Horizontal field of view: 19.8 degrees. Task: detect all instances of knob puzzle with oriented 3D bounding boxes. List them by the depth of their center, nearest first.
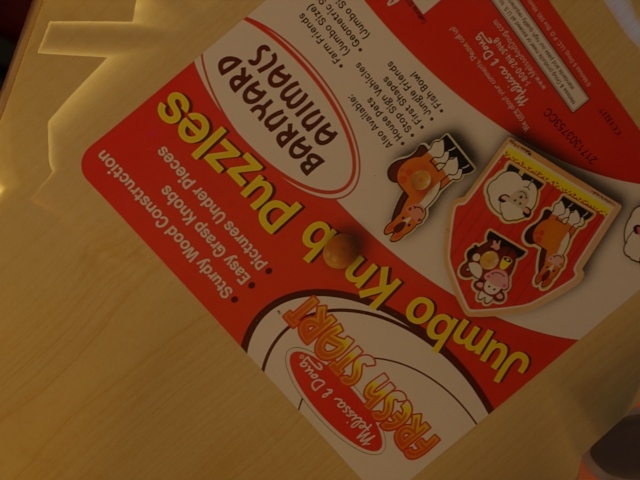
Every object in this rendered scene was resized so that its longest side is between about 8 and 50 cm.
[{"bbox_3d":[0.000,0.000,0.434,0.213,0.213,0.030,-48,28,6],"label":"knob puzzle"}]

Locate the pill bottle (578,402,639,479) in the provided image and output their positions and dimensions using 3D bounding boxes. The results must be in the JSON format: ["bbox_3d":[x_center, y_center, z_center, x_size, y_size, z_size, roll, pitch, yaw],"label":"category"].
[{"bbox_3d":[0.175,0.195,0.914,0.130,0.245,0.130,-9,31,5],"label":"pill bottle"}]
